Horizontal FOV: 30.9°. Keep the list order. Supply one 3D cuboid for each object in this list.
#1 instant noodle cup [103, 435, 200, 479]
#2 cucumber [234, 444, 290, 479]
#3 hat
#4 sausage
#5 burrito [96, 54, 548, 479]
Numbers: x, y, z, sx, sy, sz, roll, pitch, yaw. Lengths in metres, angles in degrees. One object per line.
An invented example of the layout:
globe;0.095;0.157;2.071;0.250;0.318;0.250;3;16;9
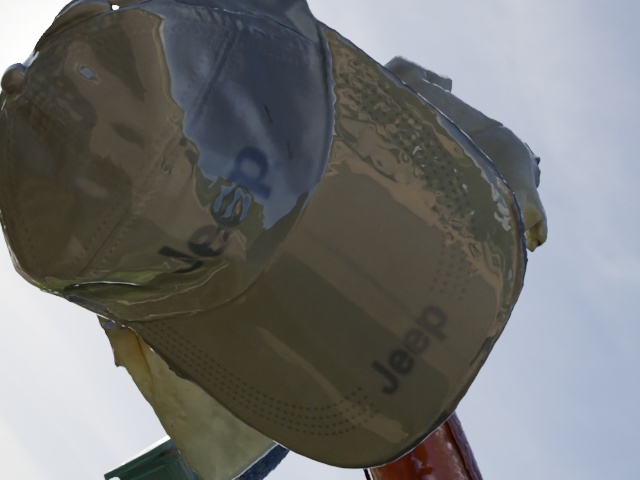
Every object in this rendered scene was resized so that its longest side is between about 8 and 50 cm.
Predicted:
instant noodle cup;-0.159;0.261;1.421;0.157;0.179;0.070;-30;-92;41
cucumber;-0.114;0.311;1.512;0.067;0.245;0.067;29;-39;26
hat;-0.039;-0.010;0.559;0.244;0.214;0.149;37;14;31
sausage;0.077;0.171;1.004;0.102;0.102;0.330;102;-29;-59
burrito;-0.002;-0.003;0.823;0.190;0.332;0.135;50;-4;41
